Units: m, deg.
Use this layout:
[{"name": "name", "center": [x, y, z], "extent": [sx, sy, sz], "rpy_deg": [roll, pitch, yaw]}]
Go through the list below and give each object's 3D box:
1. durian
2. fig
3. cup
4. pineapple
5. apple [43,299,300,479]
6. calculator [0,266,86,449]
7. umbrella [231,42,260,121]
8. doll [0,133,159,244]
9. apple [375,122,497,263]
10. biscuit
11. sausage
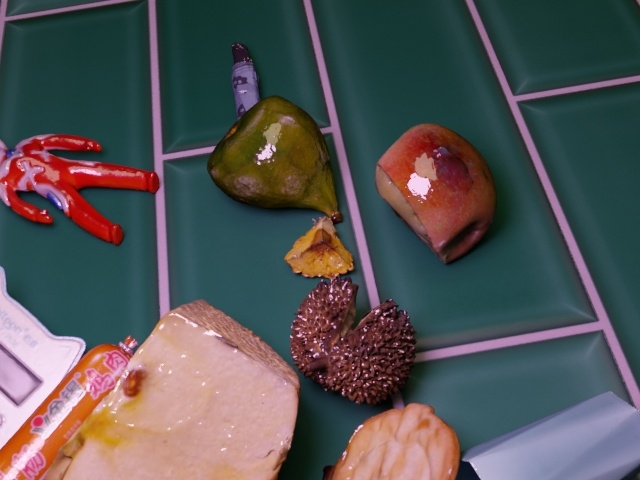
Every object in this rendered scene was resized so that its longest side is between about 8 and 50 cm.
[{"name": "durian", "center": [0.039, 0.145, 1.173], "extent": [0.196, 0.167, 0.196], "rpy_deg": [-1, 18, 0]}, {"name": "fig", "center": [-0.055, -0.120, 1.420], "extent": [0.235, 0.203, 0.203], "rpy_deg": [39, 57, -16]}, {"name": "cup", "center": [0.304, 0.292, 1.064], "extent": [0.236, 0.134, 0.148], "rpy_deg": [-22, 57, -12]}, {"name": "pineapple", "center": [0.000, 0.000, 1.349], "extent": [0.114, 0.077, 0.114], "rpy_deg": [-2, 50, 10]}, {"name": "apple", "center": [-0.198, 0.243, 1.081], "extent": [0.314, 0.252, 0.309], "rpy_deg": [34, 92, 46]}, {"name": "calculator", "center": [-0.546, 0.233, 1.204], "extent": [0.256, 0.054, 0.386], "rpy_deg": [40, 65, 8]}, {"name": "umbrella", "center": [-0.142, -0.287, 1.597], "extent": [0.052, 0.053, 0.250], "rpy_deg": [-5, 51, -8]}, {"name": "doll", "center": [-0.488, -0.117, 1.484], "extent": [0.384, 0.099, 0.188], "rpy_deg": [17, 57, 14]}, {"name": "apple", "center": [0.190, -0.081, 1.326], "extent": [0.188, 0.207, 0.174], "rpy_deg": [45, 108, 22]}, {"name": "biscuit", "center": [0.081, 0.326, 1.071], "extent": [0.203, 0.041, 0.260], "rpy_deg": [1, 54, 47]}, {"name": "sausage", "center": [-0.362, 0.259, 1.177], "extent": [0.093, 0.093, 0.312], "rpy_deg": [26, 62, 23]}]
